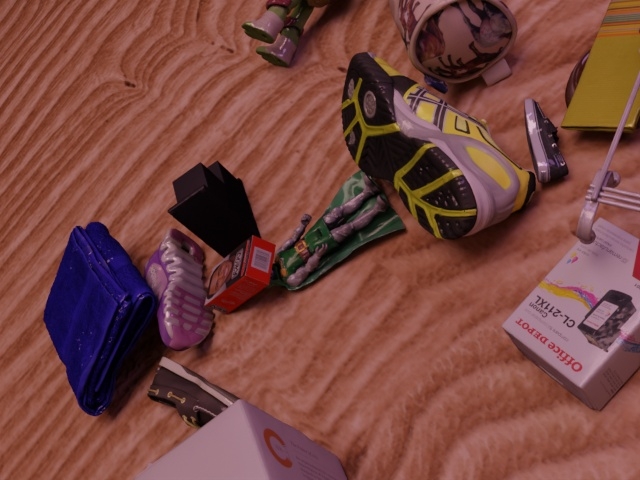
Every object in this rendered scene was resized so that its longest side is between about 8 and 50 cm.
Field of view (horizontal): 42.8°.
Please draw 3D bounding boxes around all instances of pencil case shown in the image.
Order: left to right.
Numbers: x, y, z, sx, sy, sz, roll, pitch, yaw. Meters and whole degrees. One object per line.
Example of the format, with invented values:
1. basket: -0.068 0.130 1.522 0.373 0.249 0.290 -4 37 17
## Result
1. pencil case: 0.174 -0.413 1.304 0.160 0.183 0.410 -27 45 12

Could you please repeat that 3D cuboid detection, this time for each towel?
1. towel: -0.386 0.115 1.357 0.308 0.076 0.228 40 105 53
2. towel: 0.404 -0.243 1.083 0.102 0.021 0.237 9 66 44

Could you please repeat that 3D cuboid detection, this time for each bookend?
1. bookend: -0.185 -0.074 1.340 0.072 0.157 0.156 -34 46 12

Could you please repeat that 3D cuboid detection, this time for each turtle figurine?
1. turtle figurine: -0.070 -0.484 1.525 0.266 0.274 0.198 -61 12 -9

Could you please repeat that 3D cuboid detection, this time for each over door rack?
1. over door rack: 0.443 -0.103 0.895 0.239 0.108 0.324 15 66 24

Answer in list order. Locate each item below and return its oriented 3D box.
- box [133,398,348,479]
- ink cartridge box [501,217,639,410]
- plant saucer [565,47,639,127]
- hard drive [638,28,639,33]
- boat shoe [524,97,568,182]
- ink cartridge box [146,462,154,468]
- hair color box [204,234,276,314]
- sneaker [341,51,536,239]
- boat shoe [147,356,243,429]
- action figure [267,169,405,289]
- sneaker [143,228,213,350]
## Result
1. box: -0.039 0.380 0.868 0.168 0.215 0.345 -37 45 10
2. ink cartridge box: 0.314 0.082 0.920 0.175 0.072 0.127 -47 45 -2
3. plant saucer: 0.409 -0.222 1.097 0.168 0.029 0.168 -19 51 25
4. hard drive: 0.534 -0.311 1.015 0.172 0.054 0.255 34 80 26
5. boat shoe: 0.304 -0.137 1.107 0.040 0.049 0.142 -8 55 9
6. ink cartridge box: -0.207 0.398 1.090 0.104 0.060 0.180 -3 59 35
7. hair color box: -0.124 0.054 1.245 0.141 0.043 0.072 -37 37 49
8. sneaker: 0.150 -0.141 1.165 0.147 0.145 0.385 -10 46 -25
9. boat shoe: -0.172 0.235 1.172 0.228 0.081 0.069 16 73 50
10. action figure: 0.000 0.000 1.224 0.232 0.063 0.137 -39 48 12
11. sneaker: -0.243 0.093 1.320 0.104 0.095 0.236 -36 40 20
